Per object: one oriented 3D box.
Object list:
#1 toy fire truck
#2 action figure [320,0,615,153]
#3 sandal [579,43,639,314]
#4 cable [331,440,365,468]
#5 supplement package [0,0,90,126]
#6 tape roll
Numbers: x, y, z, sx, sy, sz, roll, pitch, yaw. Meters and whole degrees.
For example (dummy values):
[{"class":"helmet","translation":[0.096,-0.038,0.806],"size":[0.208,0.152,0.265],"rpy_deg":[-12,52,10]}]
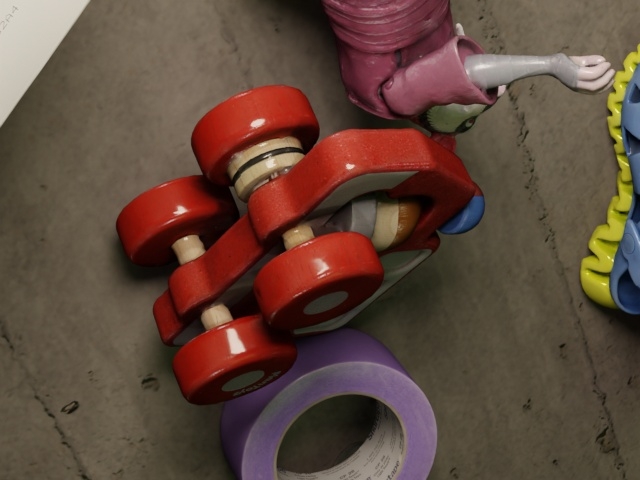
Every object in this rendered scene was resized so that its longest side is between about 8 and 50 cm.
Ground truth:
[{"class":"toy fire truck","translation":[0.000,0.000,1.356],"size":[0.254,0.169,0.302],"rpy_deg":[-6,153,-42]},{"class":"action figure","translation":[0.043,-0.189,1.256],"size":[0.275,0.248,0.370],"rpy_deg":[-24,130,-6]},{"class":"sandal","translation":[0.343,-0.052,1.583],"size":[0.126,0.138,0.317],"rpy_deg":[-11,121,-22]},{"class":"cable","translation":[0.021,0.343,1.668],"size":[0.139,0.072,0.287],"rpy_deg":[19,107,-34]},{"class":"supplement package","translation":[-0.268,-0.229,1.037],"size":[0.198,0.263,0.199],"rpy_deg":[31,99,-38]},{"class":"tape roll","translation":[0.007,0.180,1.538],"size":[0.189,0.080,0.189],"rpy_deg":[-7,113,-17]}]
